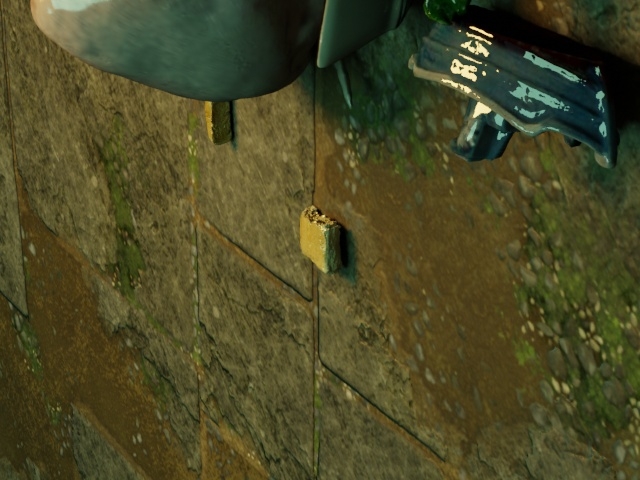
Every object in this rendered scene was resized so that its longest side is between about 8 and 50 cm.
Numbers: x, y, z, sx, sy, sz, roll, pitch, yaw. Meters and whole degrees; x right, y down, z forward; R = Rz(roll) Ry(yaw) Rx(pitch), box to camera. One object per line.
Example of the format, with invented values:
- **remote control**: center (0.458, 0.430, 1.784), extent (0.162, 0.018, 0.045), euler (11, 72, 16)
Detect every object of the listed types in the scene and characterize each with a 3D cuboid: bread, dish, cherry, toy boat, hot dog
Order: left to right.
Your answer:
- **cherry**: center (-0.140, -0.302, 1.957), extent (0.326, 0.335, 0.291), euler (-13, 72, 44)
- **hot dog**: center (-0.139, -0.174, 2.304), extent (0.034, 0.030, 0.090), euler (-138, 41, -56)
- **bread**: center (0.000, 0.000, 2.146), extent (0.083, 0.035, 0.070), euler (32, 131, 59)
- **dish**: center (0.069, -0.311, 1.778), extent (0.080, 0.182, 0.243), euler (16, 127, 8)
- **toy boat**: center (0.184, -0.136, 1.656), extent (0.309, 0.129, 0.142), euler (34, 118, 49)

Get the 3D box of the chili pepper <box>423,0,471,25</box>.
- **chili pepper**: center (0.171, -0.295, 1.613), extent (0.216, 0.062, 0.108), euler (-58, 47, 18)
